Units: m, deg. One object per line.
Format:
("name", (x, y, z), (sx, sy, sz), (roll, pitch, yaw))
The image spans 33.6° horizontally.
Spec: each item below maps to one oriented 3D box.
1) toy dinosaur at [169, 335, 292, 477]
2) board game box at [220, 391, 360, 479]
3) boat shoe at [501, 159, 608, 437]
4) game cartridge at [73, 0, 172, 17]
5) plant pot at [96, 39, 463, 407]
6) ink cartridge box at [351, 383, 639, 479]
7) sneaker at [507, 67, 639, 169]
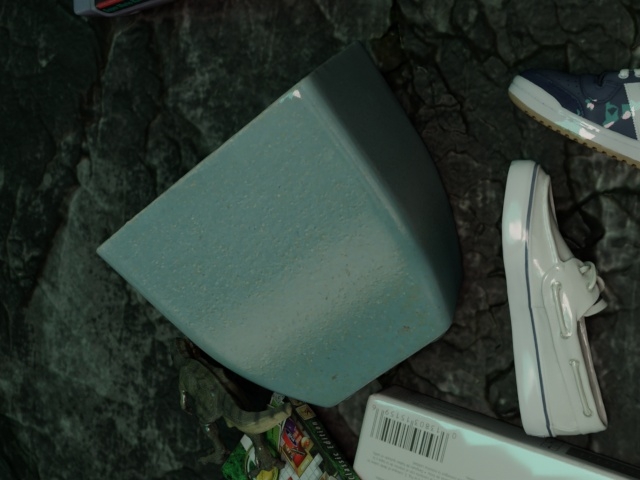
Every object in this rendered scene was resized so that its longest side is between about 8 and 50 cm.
("toy dinosaur", (-0.092, 0.176, 1.063), (0.268, 0.064, 0.118), (20, 128, 57))
("board game box", (-0.002, 0.282, 1.049), (0.260, 0.030, 0.136), (51, 123, 35))
("boat shoe", (0.219, 0.052, 0.968), (0.084, 0.095, 0.258), (-4, 100, 21))
("game cartridge", (-0.156, -0.356, 1.058), (0.355, 0.068, 0.230), (0, 88, 51))
("plant pot", (0.000, 0.000, 0.985), (0.247, 0.248, 0.252), (-37, 97, 21))
("ink cartridge box", (0.153, 0.295, 1.014), (0.275, 0.060, 0.239), (16, 100, 24))
("sneaker", (0.313, -0.130, 0.905), (0.282, 0.099, 0.153), (25, 107, 15))
